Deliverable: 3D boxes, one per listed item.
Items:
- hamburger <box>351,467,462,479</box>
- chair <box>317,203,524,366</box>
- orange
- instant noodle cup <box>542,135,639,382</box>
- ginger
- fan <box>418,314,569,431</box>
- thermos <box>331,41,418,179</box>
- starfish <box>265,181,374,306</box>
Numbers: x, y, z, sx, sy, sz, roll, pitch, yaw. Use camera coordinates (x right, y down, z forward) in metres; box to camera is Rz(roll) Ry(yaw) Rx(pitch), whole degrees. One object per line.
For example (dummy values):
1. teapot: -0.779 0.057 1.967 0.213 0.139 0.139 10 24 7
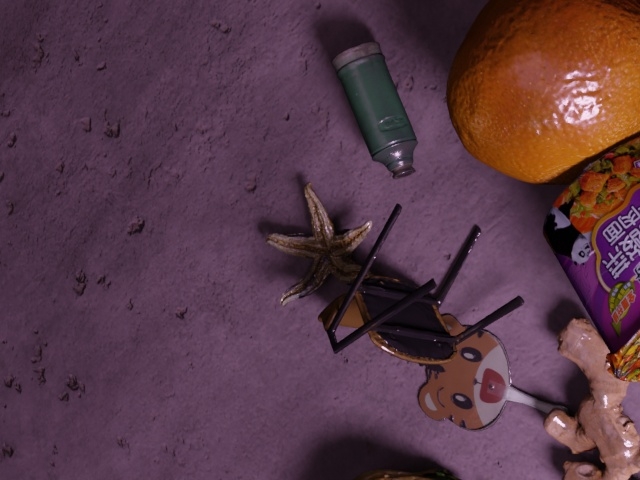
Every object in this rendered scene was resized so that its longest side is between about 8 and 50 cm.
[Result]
1. hamburger: 0.134 0.447 1.516 0.285 0.134 0.265 29 108 34
2. chair: 0.110 0.090 1.481 0.247 0.159 0.172 -53 42 30
3. orange: 0.267 -0.184 1.292 0.264 0.264 0.264 4 96 36
4. instant noodle cup: 0.379 0.010 1.243 0.251 0.251 0.190 -49 57 29
5. ginger: 0.339 0.228 1.386 0.149 0.065 0.258 -29 81 30
6. fan: 0.232 0.195 1.498 0.227 0.008 0.152 17 103 35
7. thermos: 0.077 -0.173 1.540 0.083 0.073 0.187 -28 78 34
8. starfish: 0.000 0.000 1.624 0.208 0.053 0.175 -10 87 34
